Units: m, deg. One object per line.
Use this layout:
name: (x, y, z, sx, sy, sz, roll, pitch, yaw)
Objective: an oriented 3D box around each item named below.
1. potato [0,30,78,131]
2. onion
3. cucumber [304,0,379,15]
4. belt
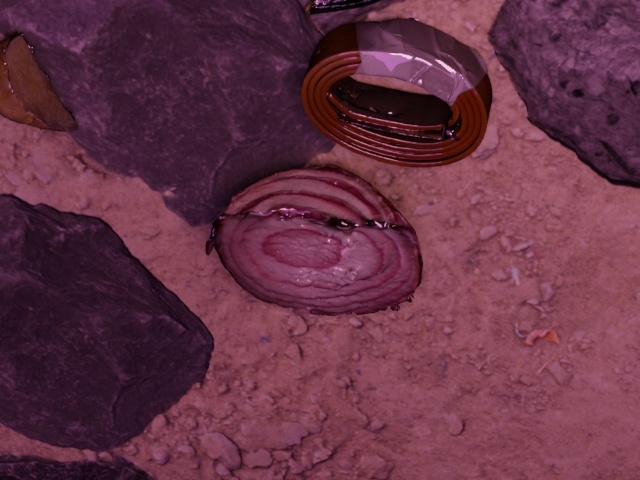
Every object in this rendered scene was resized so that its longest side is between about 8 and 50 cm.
potato: (-0.443, -0.204, 1.797, 0.089, 0.100, 0.172, -14, 122, 23)
onion: (0.000, 0.000, 1.845, 0.315, 0.146, 0.280, 1, 147, 8)
cucumber: (0.042, -0.330, 1.676, 0.135, 0.033, 0.034, -6, 159, 12)
belt: (0.107, -0.206, 1.705, 0.262, 0.105, 0.184, 12, 126, 5)
